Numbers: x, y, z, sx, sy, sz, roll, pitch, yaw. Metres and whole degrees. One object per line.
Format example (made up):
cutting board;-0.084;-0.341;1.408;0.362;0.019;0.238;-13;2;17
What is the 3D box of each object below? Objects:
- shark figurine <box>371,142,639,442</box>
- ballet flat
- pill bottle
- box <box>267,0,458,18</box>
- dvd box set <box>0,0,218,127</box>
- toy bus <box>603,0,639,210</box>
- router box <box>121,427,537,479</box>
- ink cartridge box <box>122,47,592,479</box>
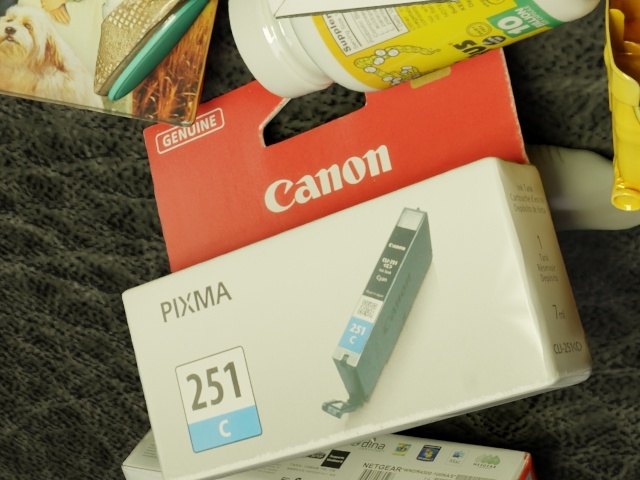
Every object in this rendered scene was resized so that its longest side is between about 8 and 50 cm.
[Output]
shark figurine;0.080;0.014;0.982;0.166;0.116;0.278;40;127;-11
ballet flat;-0.082;-0.168;0.855;0.067;0.073;0.206;47;117;-4
pill bottle;0.052;-0.155;0.850;0.208;0.117;0.117;-17;119;33
box;0.036;-0.246;0.677;0.087;0.290;0.169;-3;123;19
dvd box set;-0.186;-0.270;0.839;0.308;0.062;0.420;11;131;-8
toy bus;0.272;-0.072;0.837;0.220;0.149;0.211;6;141;11
router box;0.032;0.292;1.179;0.335;0.082;0.301;3;125;31
ink cartridge box;0.000;0.000;0.927;0.296;0.066;0.261;-20;77;31
